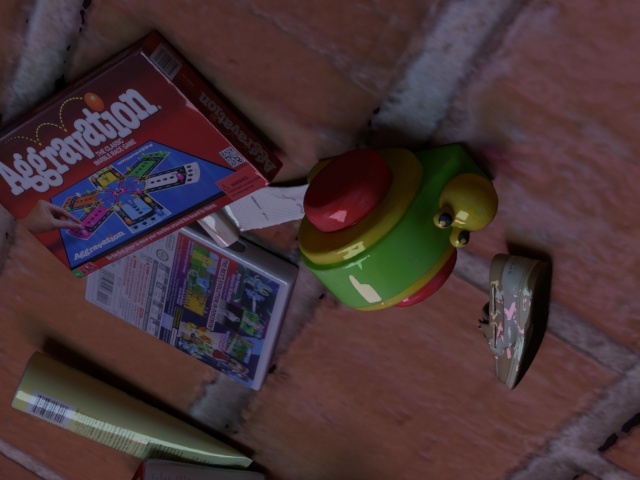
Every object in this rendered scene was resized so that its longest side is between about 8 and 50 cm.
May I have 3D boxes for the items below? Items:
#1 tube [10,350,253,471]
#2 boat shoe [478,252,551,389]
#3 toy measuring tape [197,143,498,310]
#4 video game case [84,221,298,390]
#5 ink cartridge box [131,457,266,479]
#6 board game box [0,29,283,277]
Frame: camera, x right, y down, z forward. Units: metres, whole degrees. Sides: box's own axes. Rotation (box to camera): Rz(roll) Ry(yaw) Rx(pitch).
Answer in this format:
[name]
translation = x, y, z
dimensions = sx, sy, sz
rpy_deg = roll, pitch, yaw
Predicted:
[tube]
translation = -0.186, 0.184, 1.928
dimensions = 0.240, 0.062, 0.070
rpy_deg = 24, -167, -4
[boat shoe]
translation = 0.144, 0.058, 1.468
dimensions = 0.045, 0.050, 0.135
rpy_deg = 24, 138, 19
[toy measuring tape]
translation = 0.000, 0.000, 1.443
dimensions = 0.330, 0.121, 0.121
rpy_deg = -9, 131, 47
[video game case]
translation = -0.116, 0.038, 1.686
dimensions = 0.183, 0.023, 0.201
rpy_deg = 28, 148, 6
[ink cartridge box]
translation = -0.153, 0.413, 1.953
dimensions = 0.130, 0.309, 0.272
rpy_deg = 9, 153, -11
[board game box]
translation = -0.165, -0.061, 1.553
dimensions = 0.145, 0.027, 0.281
rpy_deg = 46, 141, -16
